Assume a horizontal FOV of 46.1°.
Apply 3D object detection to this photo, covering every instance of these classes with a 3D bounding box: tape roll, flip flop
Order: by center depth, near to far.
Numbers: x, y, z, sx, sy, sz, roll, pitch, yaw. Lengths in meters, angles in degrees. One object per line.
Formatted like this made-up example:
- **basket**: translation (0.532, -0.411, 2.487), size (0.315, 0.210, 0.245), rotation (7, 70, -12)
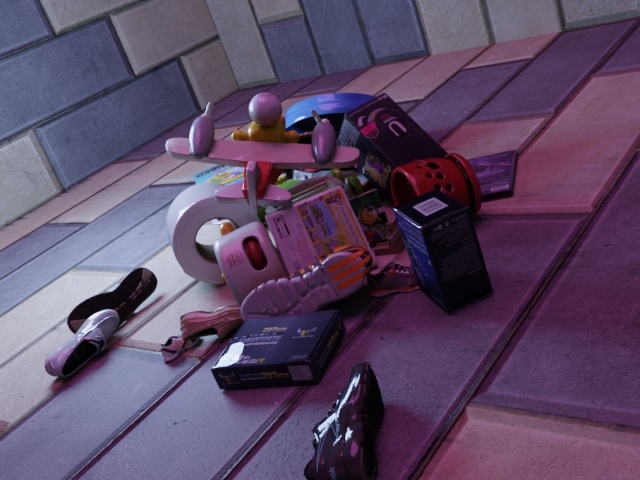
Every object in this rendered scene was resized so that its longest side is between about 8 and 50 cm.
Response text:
- **flip flop**: translation (-0.557, 0.171, 2.024), size (0.277, 0.112, 0.080), rotation (-44, 6, -40)
- **tape roll**: translation (-0.288, -0.022, 2.035), size (0.246, 0.246, 0.169), rotation (-25, 23, -10)

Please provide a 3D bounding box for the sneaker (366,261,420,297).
- **sneaker**: translation (0.174, 0.076, 1.656), size (0.158, 0.065, 0.061), rotation (-18, 23, 7)

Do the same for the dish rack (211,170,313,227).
- **dish rack**: translation (-0.171, -0.118, 2.376), size (0.333, 0.072, 0.285), rotation (-19, 22, 4)

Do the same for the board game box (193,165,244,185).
- **board game box**: translation (-0.315, -0.209, 2.694), size (0.254, 0.079, 0.336), rotation (-22, 23, -5)

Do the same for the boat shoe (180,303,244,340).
- **boat shoe**: translation (-0.229, 0.198, 1.738), size (0.190, 0.068, 0.072), rotation (-11, 57, 3)

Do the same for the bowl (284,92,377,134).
- **bowl**: translation (0.065, -0.380, 2.468), size (0.391, 0.077, 0.391), rotation (-2, -13, -1)

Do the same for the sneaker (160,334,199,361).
- **sneaker**: translation (-0.325, 0.235, 1.744), size (0.040, 0.044, 0.109), rotation (1, 29, 46)

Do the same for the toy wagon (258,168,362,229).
- **toy wagon**: translation (-0.049, -0.116, 2.061), size (0.267, 0.068, 0.344), rotation (-26, 22, -13)

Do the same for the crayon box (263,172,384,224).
- **crayon box**: translation (0.015, -0.088, 2.139), size (0.203, 0.083, 0.323), rotation (3, 31, 44)

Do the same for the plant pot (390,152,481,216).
- **plant pot**: translation (0.287, -0.116, 1.839), size (0.174, 0.191, 0.191), rotation (-21, 22, -11)

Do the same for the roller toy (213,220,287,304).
- **roller toy**: translation (-0.170, 0.062, 1.801), size (0.146, 0.209, 0.191), rotation (-24, 27, -3)

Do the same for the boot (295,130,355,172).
- **boot**: translation (0.067, -0.276, 2.301), size (0.377, 0.138, 0.284), rotation (2, 8, 14)

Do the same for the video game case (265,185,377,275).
- **video game case**: translation (0.000, 0.000, 1.827), size (0.206, 0.227, 0.026), rotation (-22, -21, -5)

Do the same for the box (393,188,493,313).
- **box**: translation (0.250, 0.020, 1.535), size (0.108, 0.207, 0.153), rotation (-24, 22, -9)

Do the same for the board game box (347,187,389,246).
- **board game box**: translation (0.043, -0.022, 1.895), size (0.259, 0.136, 0.030), rotation (-23, 10, -5)

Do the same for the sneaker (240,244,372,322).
- **sneaker**: translation (-0.018, 0.109, 1.704), size (0.321, 0.124, 0.180), rotation (-23, 3, 18)

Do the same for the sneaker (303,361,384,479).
- **sneaker**: translation (0.039, 0.294, 1.233), size (0.106, 0.101, 0.267), rotation (-15, 23, 18)

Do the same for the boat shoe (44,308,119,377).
- **boat shoe**: translation (-0.574, 0.260, 1.867), size (0.081, 0.079, 0.227), rotation (11, 42, 37)

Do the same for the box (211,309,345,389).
- **box**: translation (-0.084, 0.223, 1.547), size (0.232, 0.059, 0.183), rotation (-8, 24, 26)

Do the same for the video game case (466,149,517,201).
- **video game case**: translation (0.432, -0.169, 2.049), size (0.196, 0.026, 0.274), rotation (-10, 24, 23)

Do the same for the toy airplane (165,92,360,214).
- **toy airplane**: translation (-0.152, -0.241, 1.945), size (0.386, 0.272, 0.384), rotation (-16, 30, -36)

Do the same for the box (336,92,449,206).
- **box**: translation (0.195, -0.252, 2.096), size (0.165, 0.270, 0.143), rotation (-34, -19, -28)

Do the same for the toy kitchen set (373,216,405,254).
- **toy kitchen set**: translation (0.154, -0.002, 1.824), size (0.075, 0.083, 0.068), rotation (-7, 26, 30)
